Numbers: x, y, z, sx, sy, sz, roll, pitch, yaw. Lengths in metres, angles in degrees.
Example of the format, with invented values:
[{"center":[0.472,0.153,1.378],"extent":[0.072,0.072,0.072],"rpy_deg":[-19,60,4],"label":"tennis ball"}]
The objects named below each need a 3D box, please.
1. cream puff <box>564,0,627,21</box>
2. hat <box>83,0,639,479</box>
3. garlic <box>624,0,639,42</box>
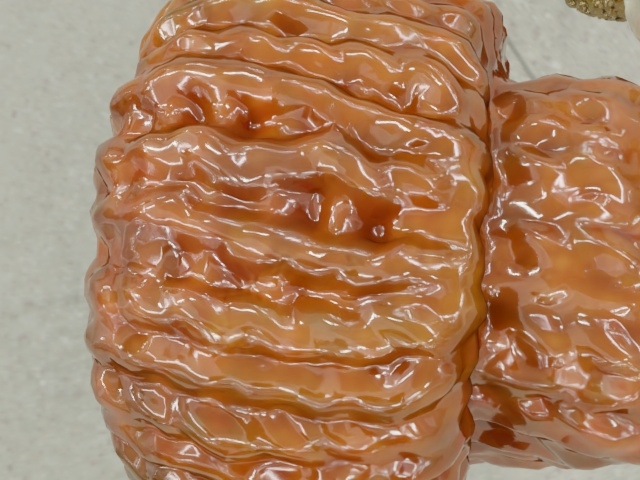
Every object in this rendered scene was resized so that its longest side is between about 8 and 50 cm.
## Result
[{"center":[0.291,-0.265,1.373],"extent":[0.126,0.144,0.103],"rpy_deg":[-24,105,-17],"label":"cream puff"},{"center":[0.107,-0.002,0.639],"extent":[0.400,0.285,0.285],"rpy_deg":[-6,83,4],"label":"hat"},{"center":[0.272,-0.174,0.901],"extent":[0.174,0.099,0.124],"rpy_deg":[-24,72,29],"label":"garlic"}]
